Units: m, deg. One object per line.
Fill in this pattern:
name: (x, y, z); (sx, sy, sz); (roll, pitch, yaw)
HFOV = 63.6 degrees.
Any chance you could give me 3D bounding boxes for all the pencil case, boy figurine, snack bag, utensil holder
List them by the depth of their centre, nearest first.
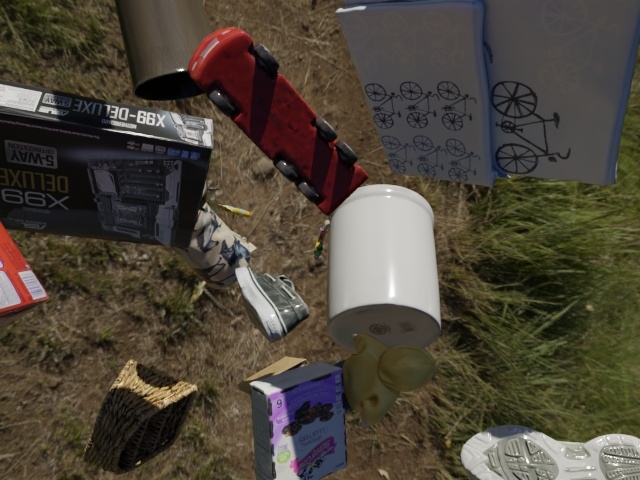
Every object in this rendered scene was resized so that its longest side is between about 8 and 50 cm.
snack bag: (0.215, -0.178, 0.669); (0.342, 0.323, 0.037); (11, 61, 28)
boy figurine: (0.093, 0.254, 0.978); (0.092, 0.285, 0.177); (13, 54, -36)
pencil case: (-0.359, -0.043, 1.473); (0.183, 0.160, 0.410); (-51, 134, -18)
utensil holder: (0.172, 0.090, 1.474); (0.327, 0.327, 0.385); (12, 53, -10)

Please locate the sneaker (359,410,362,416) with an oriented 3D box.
sneaker: (0.213, 0.442, 1.663); (0.102, 0.161, 0.282); (19, 59, 25)

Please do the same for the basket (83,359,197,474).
basket: (-0.510, 0.531, 1.459); (0.223, 0.213, 0.299); (25, 118, -7)

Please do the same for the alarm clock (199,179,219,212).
alarm clock: (-0.349, -0.125, 1.216); (0.192, 0.064, 0.129); (29, 53, 4)

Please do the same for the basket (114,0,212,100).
basket: (-0.260, -0.368, 0.860); (0.154, 0.204, 0.227); (-13, 96, 6)

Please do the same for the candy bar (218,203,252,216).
candy bar: (-0.226, -0.079, 1.379); (0.040, 0.161, 0.018); (21, 93, 13)

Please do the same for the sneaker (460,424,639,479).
sneaker: (0.293, 0.298, 0.661); (0.232, 0.115, 0.090); (5, 58, 5)

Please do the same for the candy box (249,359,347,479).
candy box: (-0.036, 0.339, 0.942); (0.165, 0.070, 0.196); (-9, 100, -37)

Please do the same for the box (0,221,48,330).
box: (-0.449, 0.000, 0.572); (0.122, 0.128, 0.257); (-32, 91, 5)

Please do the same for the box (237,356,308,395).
box: (-0.133, 0.362, 1.390); (0.164, 0.201, 0.021); (-26, 88, -21)

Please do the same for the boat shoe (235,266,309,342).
boat shoe: (-0.114, 0.137, 1.205); (0.119, 0.335, 0.121); (-21, 114, -15)

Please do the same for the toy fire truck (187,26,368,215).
toy fire truck: (-0.027, -0.083, 0.401); (0.047, 0.135, 0.192); (-44, 124, 3)

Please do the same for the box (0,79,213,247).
box: (-0.343, -0.104, 0.813); (0.307, 0.242, 0.076); (7, 48, -20)

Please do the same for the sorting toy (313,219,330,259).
sorting toy: (0.000, 0.000, 0.841); (0.012, 0.083, 0.062); (19, 101, -5)
